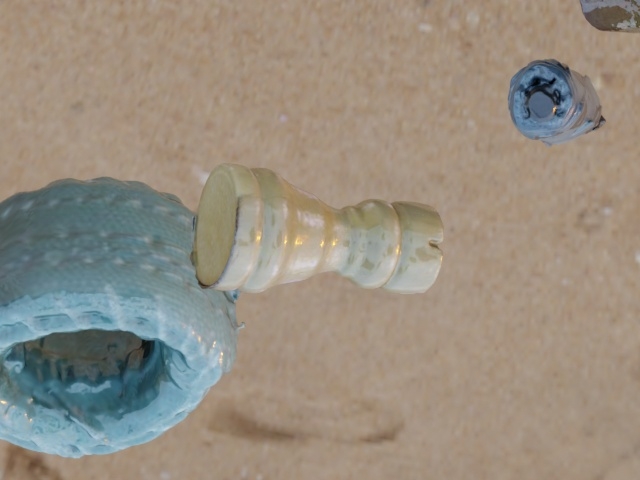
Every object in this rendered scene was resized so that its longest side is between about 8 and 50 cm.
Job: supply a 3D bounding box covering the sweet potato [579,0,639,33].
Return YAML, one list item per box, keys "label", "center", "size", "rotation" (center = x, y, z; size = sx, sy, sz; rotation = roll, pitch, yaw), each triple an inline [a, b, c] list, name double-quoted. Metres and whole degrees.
- label: "sweet potato"
  center: [0.291, -0.158, 1.006]
  size: [0.281, 0.067, 0.059]
  rotation: [1, 93, 42]

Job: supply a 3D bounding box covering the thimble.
- label: "thimble"
  center: [-0.174, 0.059, 1.287]
  size: [0.235, 0.143, 0.198]
  rotation: [-5, 139, 5]

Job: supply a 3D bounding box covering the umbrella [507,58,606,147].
- label: "umbrella"
  center: [0.166, -0.095, 1.167]
  size: [0.052, 0.250, 0.053]
  rotation: [-24, 88, 14]

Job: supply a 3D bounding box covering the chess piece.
- label: "chess piece"
  center: [0.000, 0.000, 0.860]
  size: [0.122, 0.066, 0.066]
  rotation: [8, 137, -25]
